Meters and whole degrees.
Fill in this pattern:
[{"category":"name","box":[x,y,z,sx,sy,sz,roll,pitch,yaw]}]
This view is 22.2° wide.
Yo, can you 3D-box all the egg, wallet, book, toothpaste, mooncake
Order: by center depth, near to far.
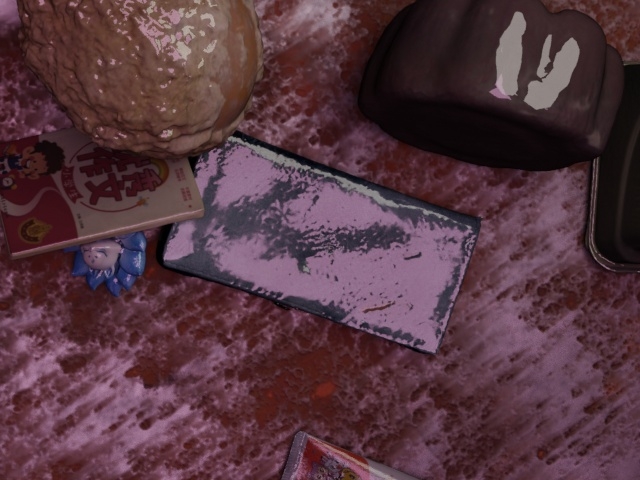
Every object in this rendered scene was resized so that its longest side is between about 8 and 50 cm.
[{"category":"egg","box":[-0.201,-0.232,1.855,0.279,0.279,0.310,-40,103,-8]},{"category":"book","box":[-0.267,-0.070,1.921,0.232,0.022,0.162,-14,60,-10]},{"category":"mooncake","box":[0.204,-0.187,1.923,0.306,0.306,0.154,20,80,-12]},{"category":"wallet","box":[0.000,0.000,2.010,0.379,0.046,0.190,19,89,-13]},{"category":"toothpaste","box":[0.067,0.313,2.036,0.234,0.057,0.089,18,89,-4]}]

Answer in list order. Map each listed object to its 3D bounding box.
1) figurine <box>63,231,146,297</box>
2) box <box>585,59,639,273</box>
[{"category":"figurine","box":[-0.253,0.019,1.941,0.114,0.079,0.114,3,105,11]},{"category":"box","box":[0.424,-0.092,2.028,0.138,0.178,0.274,1,91,-12]}]
